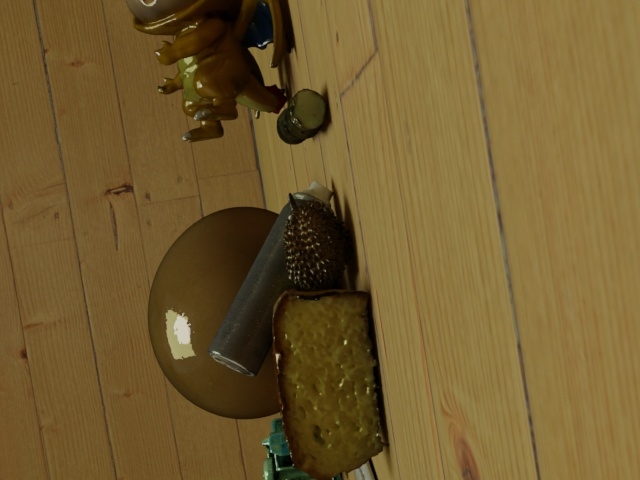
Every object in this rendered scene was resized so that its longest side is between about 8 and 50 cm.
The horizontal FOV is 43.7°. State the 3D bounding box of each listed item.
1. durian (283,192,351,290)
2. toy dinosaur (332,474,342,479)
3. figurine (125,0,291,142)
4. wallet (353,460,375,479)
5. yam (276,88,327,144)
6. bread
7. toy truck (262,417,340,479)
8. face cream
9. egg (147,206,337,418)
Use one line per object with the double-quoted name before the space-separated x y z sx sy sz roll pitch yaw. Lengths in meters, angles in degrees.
"durian" 0.002 -0.001 1.024 0.110 0.071 0.140 -49 -56 -47
"toy dinosaur" 0.032 0.408 1.263 0.129 0.076 0.383 88 158 -60
"figurine" -0.204 -0.390 1.485 0.401 0.268 0.387 102 156 -86
"wallet" 0.070 0.360 1.188 0.122 0.025 0.061 -110 19 -62
"yam" -0.029 -0.172 1.146 0.253 0.061 0.061 -160 61 -82
"bread" 0.005 0.165 1.022 0.134 0.129 0.260 -115 19 -73
"toy truck" -0.042 0.460 1.712 0.279 0.155 0.156 83 178 -66
"face cream" -0.057 0.044 1.077 0.073 0.073 0.283 98 -162 -70
"egg" -0.121 0.107 1.267 0.374 0.301 0.301 -105 8 -59
